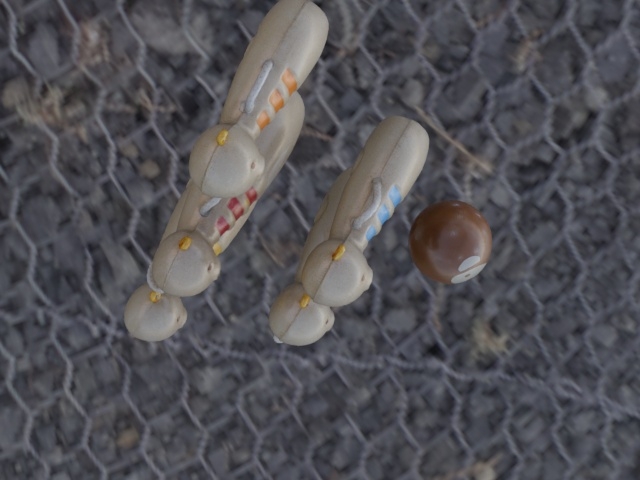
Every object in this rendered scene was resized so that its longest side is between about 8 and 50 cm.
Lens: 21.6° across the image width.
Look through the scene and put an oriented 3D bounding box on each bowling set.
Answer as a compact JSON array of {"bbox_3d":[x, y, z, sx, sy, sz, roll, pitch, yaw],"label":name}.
[{"bbox_3d":[0.000,0.000,1.027,0.200,0.287,0.154,27,68,1],"label":"bowling set"}]
